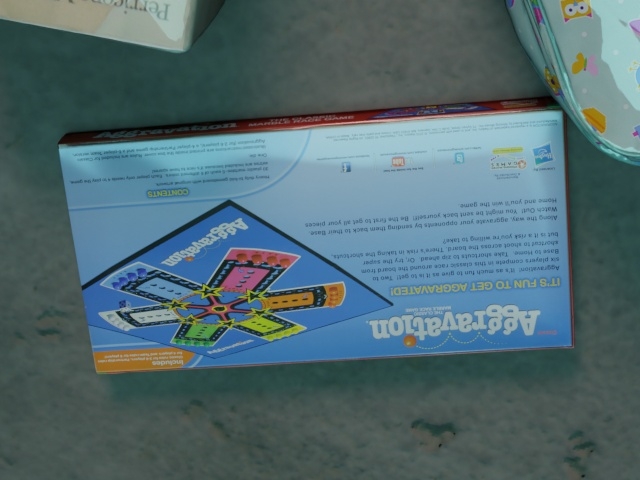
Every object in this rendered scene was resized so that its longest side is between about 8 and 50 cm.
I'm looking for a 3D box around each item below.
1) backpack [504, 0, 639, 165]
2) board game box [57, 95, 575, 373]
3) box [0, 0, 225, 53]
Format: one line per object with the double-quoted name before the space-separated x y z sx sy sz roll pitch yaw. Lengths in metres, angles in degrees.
"backpack" 0.150 -0.126 0.658 0.152 0.115 0.182 -17 103 14
"board game box" 0.000 0.000 0.771 0.281 0.027 0.145 -4 109 6
"box" -0.099 -0.259 0.627 0.148 0.121 0.311 9 111 0
